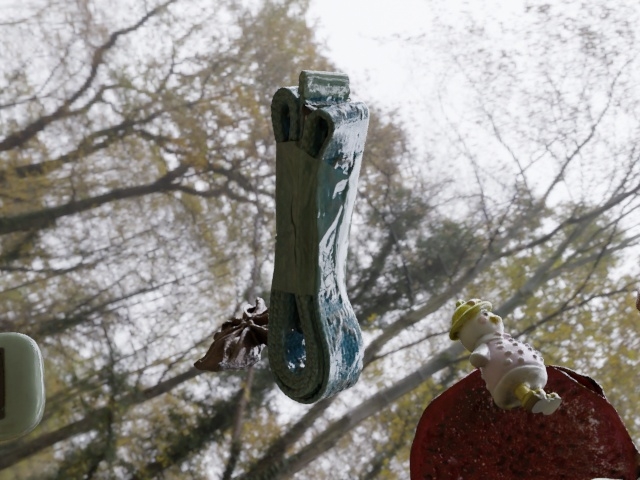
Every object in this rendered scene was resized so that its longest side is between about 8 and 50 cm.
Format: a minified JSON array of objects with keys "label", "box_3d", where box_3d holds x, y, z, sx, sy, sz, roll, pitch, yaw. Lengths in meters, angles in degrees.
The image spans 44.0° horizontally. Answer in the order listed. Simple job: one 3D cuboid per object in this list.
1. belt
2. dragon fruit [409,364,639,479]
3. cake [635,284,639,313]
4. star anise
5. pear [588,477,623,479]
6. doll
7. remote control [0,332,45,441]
[{"label":"belt","box_3d":[0.000,0.000,0.724,0.087,0.072,0.302,14,-73,48]},{"label":"dragon fruit","box_3d":[0.344,0.408,1.335,0.249,0.370,0.386,55,18,-59]},{"label":"cake","box_3d":[0.468,0.095,0.628,0.293,0.314,0.307,-46,-134,39]},{"label":"star anise","box_3d":[-0.103,0.145,1.165,0.208,0.172,0.063,-9,-64,56]},{"label":"pear","box_3d":[0.335,0.324,0.929,0.092,0.097,0.092,36,-24,19]},{"label":"doll","box_3d":[0.233,0.148,1.037,0.081,0.129,0.207,-58,-140,22]},{"label":"remote control","box_3d":[-0.368,0.136,0.604,0.038,0.309,0.090,96,-16,-62]}]
